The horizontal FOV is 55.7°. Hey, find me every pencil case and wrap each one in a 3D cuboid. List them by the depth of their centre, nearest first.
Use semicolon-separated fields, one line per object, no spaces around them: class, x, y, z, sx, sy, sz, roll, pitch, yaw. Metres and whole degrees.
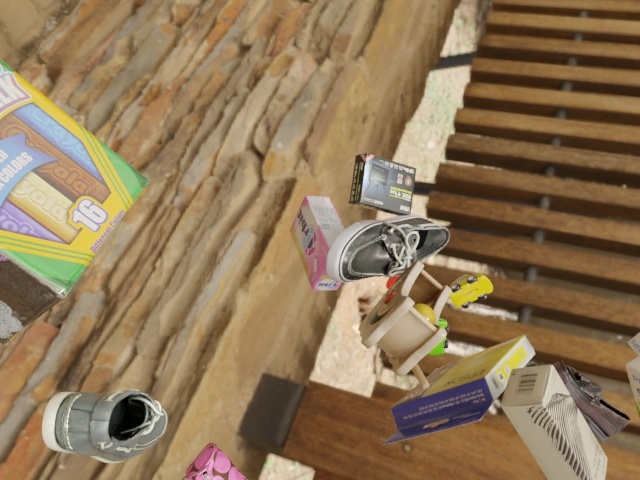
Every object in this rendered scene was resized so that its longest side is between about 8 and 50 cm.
pencil case;-0.175;0.505;1.200;0.095;0.209;0.098;-45;-168;-17

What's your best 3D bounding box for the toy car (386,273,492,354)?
toy car;0.270;0.165;1.419;0.053;0.239;0.225;-80;170;-62

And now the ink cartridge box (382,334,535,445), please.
ink cartridge box;0.316;0.354;1.436;0.307;0.303;0.072;-22;81;-46

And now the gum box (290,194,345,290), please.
gum box;0.000;0.000;1.286;0.107;0.062;0.188;-62;-142;39

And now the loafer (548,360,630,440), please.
loafer;0.680;0.391;1.529;0.302;0.095;0.109;47;22;-26

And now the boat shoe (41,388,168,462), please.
boat shoe;-0.306;0.294;0.965;0.319;0.099;0.116;58;30;-68

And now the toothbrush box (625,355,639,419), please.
toothbrush box;0.526;0.280;0.750;0.283;0.122;0.206;65;-9;-18

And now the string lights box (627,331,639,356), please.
string lights box;0.882;0.204;1.438;0.133;0.077;0.260;28;114;-32

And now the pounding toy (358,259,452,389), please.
pounding toy;0.165;0.139;0.976;0.154;0.155;0.269;-48;180;2

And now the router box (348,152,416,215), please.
router box;0.116;-0.101;1.115;0.122;0.038;0.092;11;85;-31

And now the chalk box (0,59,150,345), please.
chalk box;-0.367;-0.063;0.623;0.289;0.180;0.179;43;44;-20

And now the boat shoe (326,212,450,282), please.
boat shoe;0.142;0.019;1.174;0.306;0.105;0.113;-12;112;-46

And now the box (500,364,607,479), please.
box;0.477;0.390;1.228;0.275;0.094;0.113;54;44;-18
